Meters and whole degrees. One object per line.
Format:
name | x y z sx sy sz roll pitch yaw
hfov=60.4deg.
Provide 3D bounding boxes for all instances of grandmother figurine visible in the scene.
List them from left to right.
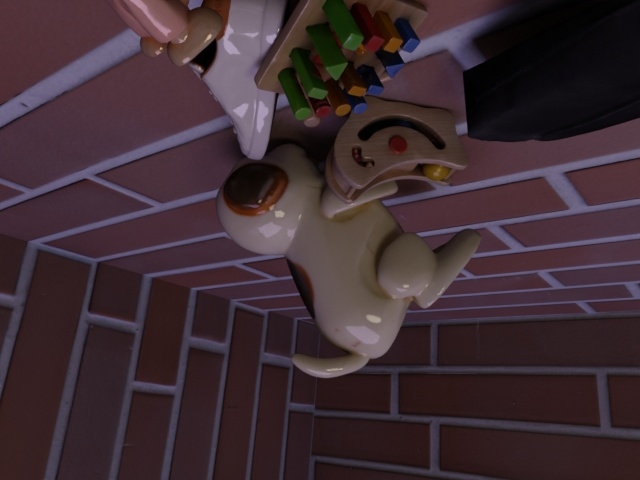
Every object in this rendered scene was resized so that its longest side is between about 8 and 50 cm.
grandmother figurine | -0.250 -0.306 0.500 0.208 0.104 0.342 17 166 36

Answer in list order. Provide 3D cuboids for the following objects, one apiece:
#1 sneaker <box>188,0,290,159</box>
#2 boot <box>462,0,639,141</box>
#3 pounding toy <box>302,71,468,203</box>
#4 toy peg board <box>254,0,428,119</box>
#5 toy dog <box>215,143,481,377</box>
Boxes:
sneaker | -0.115 -0.222 0.755 0.123 0.105 0.290 9 150 -4
boot | 0.406 -0.176 0.552 0.367 0.146 0.445 9 172 -14
pounding toy | 0.096 -0.147 0.829 0.270 0.154 0.155 7 162 -9
toy peg board | 0.034 -0.206 0.647 0.161 0.079 0.161 0 148 -38
toy dog | 0.000 0.000 1.004 0.408 0.395 0.284 40 173 -1
